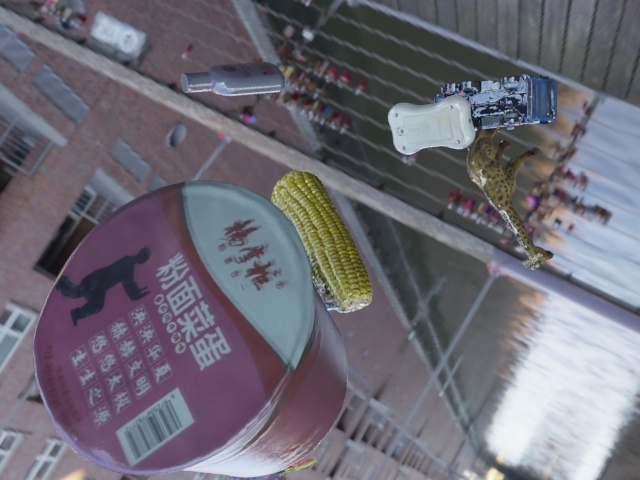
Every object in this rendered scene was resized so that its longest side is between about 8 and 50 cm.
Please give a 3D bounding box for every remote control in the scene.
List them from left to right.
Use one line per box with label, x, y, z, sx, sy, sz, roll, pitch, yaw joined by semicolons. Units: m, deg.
remote control;0.153;-0.159;1.128;0.122;0.032;0.074;-1;112;36

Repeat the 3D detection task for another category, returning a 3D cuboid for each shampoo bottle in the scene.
shampoo bottle;-0.144;-0.262;1.331;0.165;0.040;0.080;-9;-141;-28

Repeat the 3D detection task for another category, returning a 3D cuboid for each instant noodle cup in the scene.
instant noodle cup;-0.088;0.090;0.682;0.234;0.235;0.178;25;167;29

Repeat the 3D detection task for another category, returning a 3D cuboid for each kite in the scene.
kite;-0.084;0.414;1.471;0.159;0.190;0.010;-5;-166;-9

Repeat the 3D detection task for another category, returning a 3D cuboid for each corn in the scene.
corn;0.000;0.000;0.966;0.203;0.072;0.072;62;-171;32

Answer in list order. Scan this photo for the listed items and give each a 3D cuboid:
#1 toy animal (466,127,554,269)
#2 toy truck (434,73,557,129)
toy animal;0.311;-0.084;1.357;0.149;0.276;0.054;13;147;-24
toy truck;0.242;-0.189;1.165;0.088;0.074;0.201;-3;-176;-36
